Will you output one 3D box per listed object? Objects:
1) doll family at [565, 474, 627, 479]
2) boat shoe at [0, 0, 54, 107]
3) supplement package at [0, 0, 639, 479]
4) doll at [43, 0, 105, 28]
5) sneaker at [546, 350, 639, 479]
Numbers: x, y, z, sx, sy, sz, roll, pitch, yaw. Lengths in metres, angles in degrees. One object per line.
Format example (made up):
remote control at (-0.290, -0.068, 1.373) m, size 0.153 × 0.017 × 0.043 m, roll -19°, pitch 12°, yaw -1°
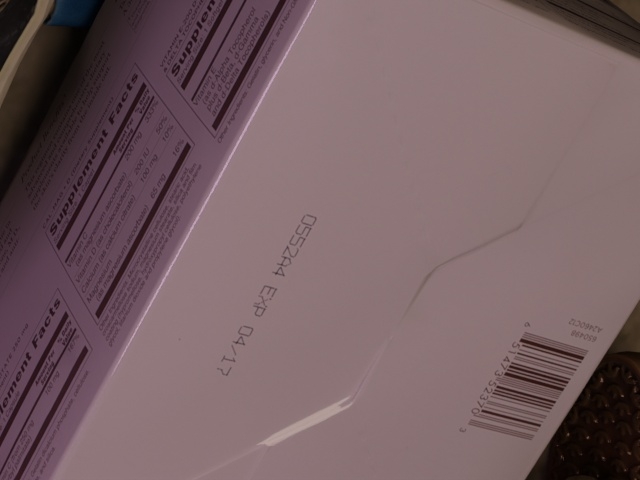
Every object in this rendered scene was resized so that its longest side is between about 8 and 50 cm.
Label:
doll family at (0.073, 0.176, 0.887) m, size 0.193 × 0.076 × 0.111 m, roll 4°, pitch 105°, yaw 9°
boat shoe at (-0.155, -0.109, 0.553) m, size 0.500 × 0.187 × 0.156 m, roll -47°, pitch 167°, yaw 13°
supplement package at (0.000, 0.000, 0.722) m, size 0.204 × 0.145 × 0.262 m, roll 18°, pitch 112°, yaw -34°
doll at (-0.078, -0.144, 0.718) m, size 0.129 × 0.046 × 0.189 m, roll -38°, pitch 121°, yaw -12°
sneaker at (0.167, 0.146, 0.954) m, size 0.086 × 0.064 × 0.192 m, roll -4°, pitch 109°, yaw -37°
